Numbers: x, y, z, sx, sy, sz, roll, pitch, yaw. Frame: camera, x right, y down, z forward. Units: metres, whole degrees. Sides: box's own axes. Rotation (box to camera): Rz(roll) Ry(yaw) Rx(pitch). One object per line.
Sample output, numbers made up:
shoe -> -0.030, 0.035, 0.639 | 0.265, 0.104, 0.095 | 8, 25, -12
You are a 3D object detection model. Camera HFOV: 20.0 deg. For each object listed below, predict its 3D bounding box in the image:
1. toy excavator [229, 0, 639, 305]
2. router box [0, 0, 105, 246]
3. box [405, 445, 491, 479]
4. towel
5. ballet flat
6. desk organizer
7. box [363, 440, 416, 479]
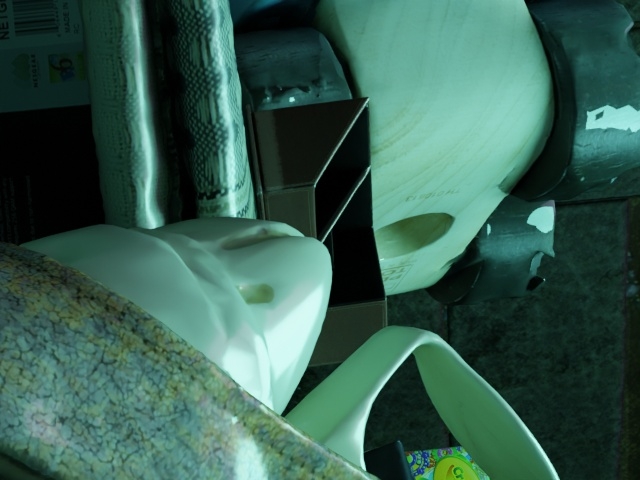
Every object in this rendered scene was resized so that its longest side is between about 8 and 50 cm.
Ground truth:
toy excavator -> -0.033, -0.153, 1.095 | 0.433, 0.222, 0.445 | 123, -46, -61
router box -> -0.109, 0.013, 0.774 | 0.243, 0.081, 0.309 | 108, -24, -88
box -> 0.001, 0.314, 1.432 | 0.290, 0.279, 0.177 | 88, -3, -57
towel -> -0.052, -0.009, 0.684 | 0.312, 0.056, 0.324 | -109, -169, -77
ballet flat -> -0.016, 0.057, 0.500 | 0.107, 0.316, 0.106 | 13, -109, 52
desk organizer -> 0.000, 0.000, 0.762 | 0.130, 0.050, 0.047 | 86, -4, -53
box -> 0.017, 0.198, 0.796 | 0.207, 0.108, 0.153 | -99, 169, -78
